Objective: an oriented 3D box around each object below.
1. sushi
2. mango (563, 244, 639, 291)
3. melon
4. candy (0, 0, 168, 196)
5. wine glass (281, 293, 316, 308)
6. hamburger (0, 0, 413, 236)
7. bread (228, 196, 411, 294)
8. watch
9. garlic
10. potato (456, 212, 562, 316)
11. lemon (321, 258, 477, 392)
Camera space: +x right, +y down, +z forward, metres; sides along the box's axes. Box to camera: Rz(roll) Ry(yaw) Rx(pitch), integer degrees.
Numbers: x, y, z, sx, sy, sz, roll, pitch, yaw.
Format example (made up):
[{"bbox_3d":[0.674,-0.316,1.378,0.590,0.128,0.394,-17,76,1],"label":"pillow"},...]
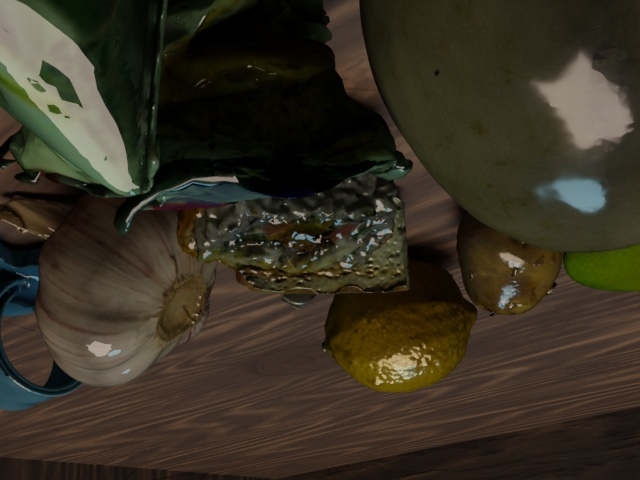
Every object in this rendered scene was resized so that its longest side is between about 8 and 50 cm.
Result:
[{"bbox_3d":[-0.044,-0.050,0.833,0.274,0.139,0.184,1,155,-29],"label":"sushi"},{"bbox_3d":[0.445,-0.020,0.983,0.192,0.156,0.343,23,147,-39],"label":"mango"},{"bbox_3d":[0.154,-0.135,0.518,0.271,0.272,0.308,-4,119,-2],"label":"melon"},{"bbox_3d":[-0.255,-0.162,0.383,0.397,0.263,0.172,4,165,-21],"label":"candy"},{"bbox_3d":[-0.017,0.036,1.123,0.072,0.072,0.155,1,157,-14],"label":"wine glass"},{"bbox_3d":[-0.071,-0.111,0.565,0.260,0.151,0.276,-20,-154,-39],"label":"hamburger"},{"bbox_3d":[0.000,0.000,1.004,0.232,0.128,0.088,-1,-169,-14],"label":"bread"},{"bbox_3d":[-0.394,0.117,1.085,0.211,0.193,0.211,-6,157,-3],"label":"watch"},{"bbox_3d":[-0.252,0.022,0.930,0.253,0.245,0.245,28,160,13],"label":"garlic"},{"bbox_3d":[0.240,0.016,1.061,0.137,0.137,0.176,-5,141,-1],"label":"potato"},{"bbox_3d":[0.112,0.123,1.198,0.231,0.192,0.192,-13,157,-1],"label":"lemon"}]
